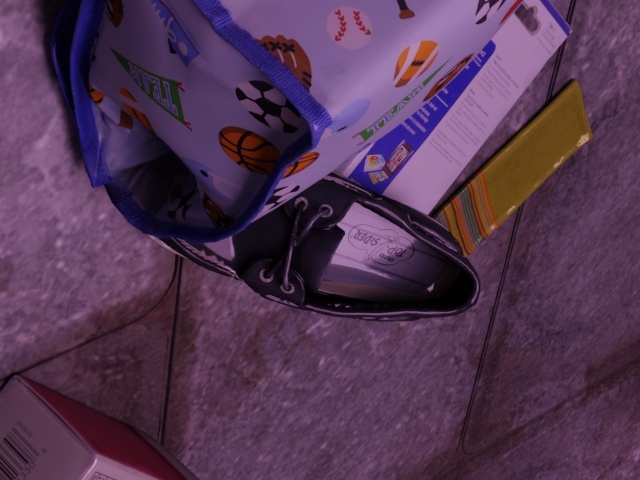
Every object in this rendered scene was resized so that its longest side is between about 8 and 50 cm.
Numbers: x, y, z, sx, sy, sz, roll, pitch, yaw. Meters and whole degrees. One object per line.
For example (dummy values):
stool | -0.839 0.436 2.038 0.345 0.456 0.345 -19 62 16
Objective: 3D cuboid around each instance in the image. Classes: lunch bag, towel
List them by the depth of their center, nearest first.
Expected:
lunch bag | -0.012 -0.173 1.250 0.328 0.239 0.385 -39 174 -22
towel | 0.205 -0.065 1.830 0.237 0.021 0.102 -44 148 -12

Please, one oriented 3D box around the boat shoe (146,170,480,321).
boat shoe | -0.001 0.004 1.469 0.340 0.113 0.127 22 100 -33

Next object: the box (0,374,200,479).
box | -0.217 0.237 1.508 0.148 0.127 0.232 -52 148 0

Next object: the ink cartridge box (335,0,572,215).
ink cartridge box | 0.091 -0.114 1.603 0.332 0.065 0.165 -51 146 2
